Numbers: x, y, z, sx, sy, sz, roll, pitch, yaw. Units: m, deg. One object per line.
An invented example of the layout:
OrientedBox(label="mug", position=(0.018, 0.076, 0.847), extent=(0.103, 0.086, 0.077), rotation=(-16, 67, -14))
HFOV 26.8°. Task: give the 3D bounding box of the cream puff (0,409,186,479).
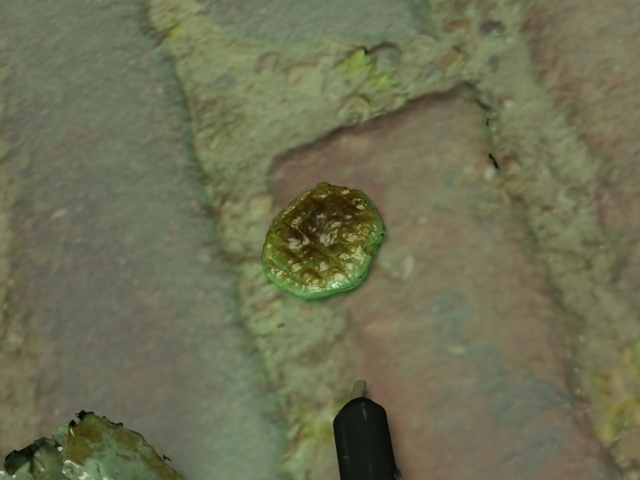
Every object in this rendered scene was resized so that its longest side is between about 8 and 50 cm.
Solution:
OrientedBox(label="cream puff", position=(-0.146, 0.175, 0.742), extent=(0.156, 0.156, 0.121), rotation=(-44, 99, -12))

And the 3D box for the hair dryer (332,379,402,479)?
OrientedBox(label="hair dryer", position=(0.044, 0.161, 0.723), extent=(0.124, 0.071, 0.219), rotation=(-16, 47, 5))

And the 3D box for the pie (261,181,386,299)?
OrientedBox(label="pie", position=(0.000, 0.000, 0.856), extent=(0.084, 0.020, 0.084), rotation=(-8, 56, 12))
